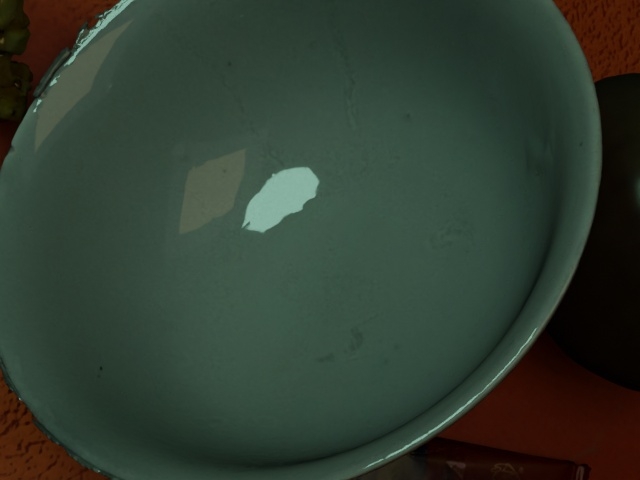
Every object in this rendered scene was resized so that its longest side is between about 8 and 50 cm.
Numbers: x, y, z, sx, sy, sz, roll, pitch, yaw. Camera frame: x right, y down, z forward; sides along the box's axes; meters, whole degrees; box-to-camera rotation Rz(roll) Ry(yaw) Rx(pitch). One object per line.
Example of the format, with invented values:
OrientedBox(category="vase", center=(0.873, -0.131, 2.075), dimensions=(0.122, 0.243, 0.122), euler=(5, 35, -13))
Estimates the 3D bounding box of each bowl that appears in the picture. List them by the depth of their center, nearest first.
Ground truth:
OrientedBox(category="bowl", center=(0.000, 0.000, 0.783), dimensions=(0.345, 0.345, 0.157), euler=(-67, 149, -17))

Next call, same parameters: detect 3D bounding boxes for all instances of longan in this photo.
OrientedBox(category="longan", center=(0.216, -0.005, 0.878), dimensions=(0.212, 0.198, 0.198), euler=(43, 70, -9))

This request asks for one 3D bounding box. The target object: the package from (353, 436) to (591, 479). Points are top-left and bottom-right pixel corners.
OrientedBox(category="package", center=(0.078, 0.162, 0.886), dimensions=(0.200, 0.022, 0.083), euler=(15, 76, -19))

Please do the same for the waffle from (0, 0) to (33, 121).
OrientedBox(category="waffle", center=(-0.258, -0.096, 0.707), dimensions=(0.051, 0.291, 0.291), euler=(33, 65, 33))
